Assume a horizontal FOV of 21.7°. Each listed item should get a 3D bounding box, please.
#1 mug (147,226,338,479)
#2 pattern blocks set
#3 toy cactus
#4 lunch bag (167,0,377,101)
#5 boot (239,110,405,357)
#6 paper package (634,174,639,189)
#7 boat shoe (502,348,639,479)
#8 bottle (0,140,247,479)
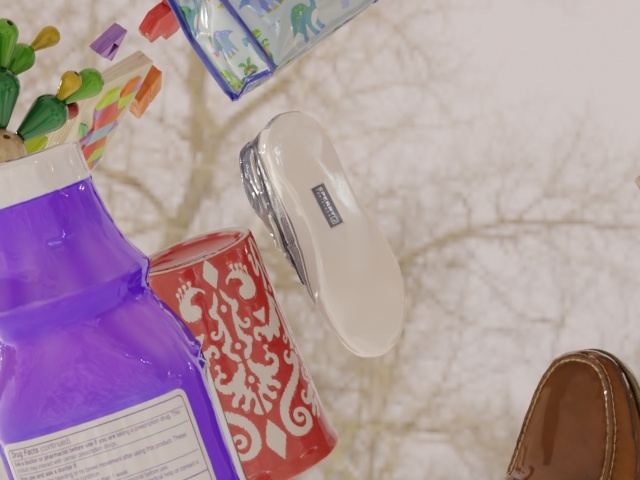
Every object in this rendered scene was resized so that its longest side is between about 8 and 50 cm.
[{"bbox_3d":[-0.071,0.090,1.190,0.113,0.169,0.150,-13,14,22],"label":"mug"},{"bbox_3d":[-0.254,-0.125,1.844,0.026,0.285,0.325,38,-44,8],"label":"pattern blocks set"},{"bbox_3d":[-0.315,-0.122,1.599,0.219,0.180,0.112,0,-2,-42],"label":"toy cactus"},{"bbox_3d":[-0.049,-0.205,1.251,0.151,0.129,0.096,54,-31,-3],"label":"lunch bag"},{"bbox_3d":[0.000,0.000,1.239,0.069,0.190,0.086,-19,-4,-22],"label":"boot"},{"bbox_3d":[0.417,0.075,1.237,0.168,0.325,0.309,-36,-57,10],"label":"paper package"},{"bbox_3d":[0.176,0.221,1.245,0.111,0.307,0.104,-7,-22,41],"label":"boat shoe"},{"bbox_3d":[-0.112,0.091,0.875,0.118,0.283,0.092,-19,7,3],"label":"bottle"}]
